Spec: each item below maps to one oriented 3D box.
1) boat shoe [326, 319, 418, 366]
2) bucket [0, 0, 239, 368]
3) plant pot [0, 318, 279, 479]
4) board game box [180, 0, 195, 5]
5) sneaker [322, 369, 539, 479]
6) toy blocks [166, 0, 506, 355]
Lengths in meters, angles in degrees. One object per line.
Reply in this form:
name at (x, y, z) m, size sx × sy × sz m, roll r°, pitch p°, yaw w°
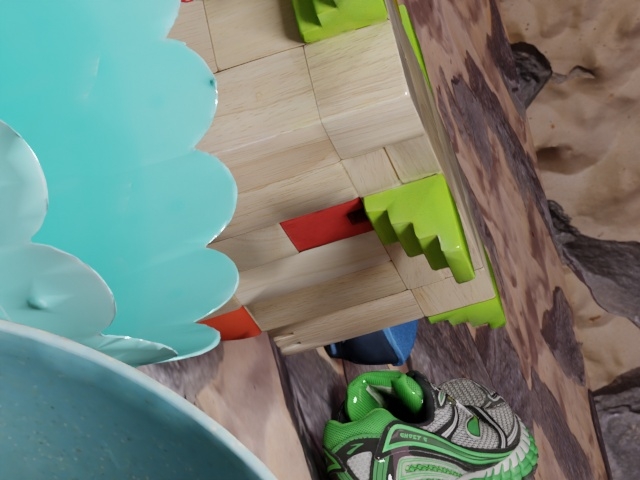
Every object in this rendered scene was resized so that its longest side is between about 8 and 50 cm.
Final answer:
boat shoe at (0.000, 0.000, 1.620) m, size 0.109 × 0.089 × 0.258 m, roll -50°, pitch 127°, yaw -57°
bucket at (-0.171, -0.055, 0.878) m, size 0.281 × 0.183 × 0.281 m, roll -17°, pitch 90°, yaw -75°
plant pot at (-0.143, 0.193, 0.612) m, size 0.195 × 0.290 × 0.290 m, roll 109°, pitch -16°, yaw -45°
board game box at (-0.087, -0.224, 1.630) m, size 0.193 × 0.045 × 0.147 m, roll 48°, pitch 28°, yaw -57°
sneaker at (0.094, 0.165, 1.660) m, size 0.343 × 0.134 × 0.146 m, roll -30°, pitch 101°, yaw -74°
toy blocks at (-0.054, -0.025, 1.162) m, size 0.381 × 0.261 × 0.190 m, roll 58°, pitch 17°, yaw -63°
